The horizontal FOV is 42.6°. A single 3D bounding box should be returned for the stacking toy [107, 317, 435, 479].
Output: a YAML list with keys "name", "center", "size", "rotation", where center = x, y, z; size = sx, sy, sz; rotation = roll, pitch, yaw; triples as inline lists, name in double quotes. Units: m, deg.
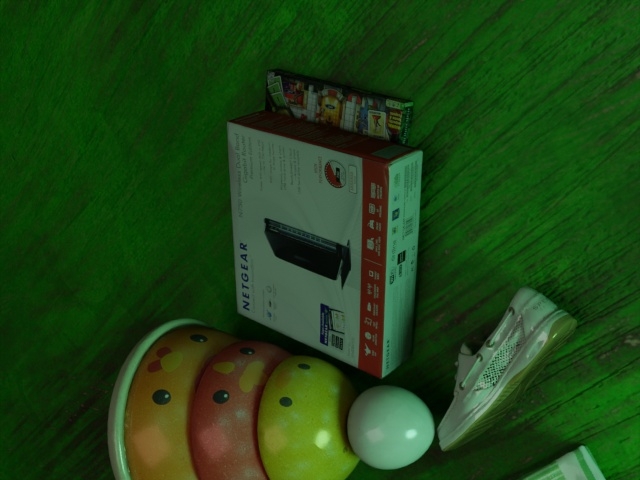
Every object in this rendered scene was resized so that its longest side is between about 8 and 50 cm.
- name: "stacking toy"
  center: [-0.048, 0.276, 1.258]
  size: [0.479, 0.350, 0.351]
  rotation: [-9, 97, 29]

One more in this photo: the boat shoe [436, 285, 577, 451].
- name: "boat shoe"
  center: [0.229, 0.172, 1.105]
  size: [0.096, 0.098, 0.277]
  rotation: [48, 124, 26]

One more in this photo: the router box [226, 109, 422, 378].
- name: "router box"
  center: [0.000, 0.000, 1.230]
  size: [0.301, 0.082, 0.336]
  rotation: [19, 121, 36]

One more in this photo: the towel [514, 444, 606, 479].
- name: "towel"
  center: [0.258, 0.442, 1.052]
  size: [0.324, 0.038, 0.248]
  rotation: [-36, 52, 16]

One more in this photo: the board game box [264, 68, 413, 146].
- name: "board game box"
  center: [0.017, -0.166, 1.226]
  size: [0.259, 0.030, 0.136]
  rotation: [21, 118, 35]
